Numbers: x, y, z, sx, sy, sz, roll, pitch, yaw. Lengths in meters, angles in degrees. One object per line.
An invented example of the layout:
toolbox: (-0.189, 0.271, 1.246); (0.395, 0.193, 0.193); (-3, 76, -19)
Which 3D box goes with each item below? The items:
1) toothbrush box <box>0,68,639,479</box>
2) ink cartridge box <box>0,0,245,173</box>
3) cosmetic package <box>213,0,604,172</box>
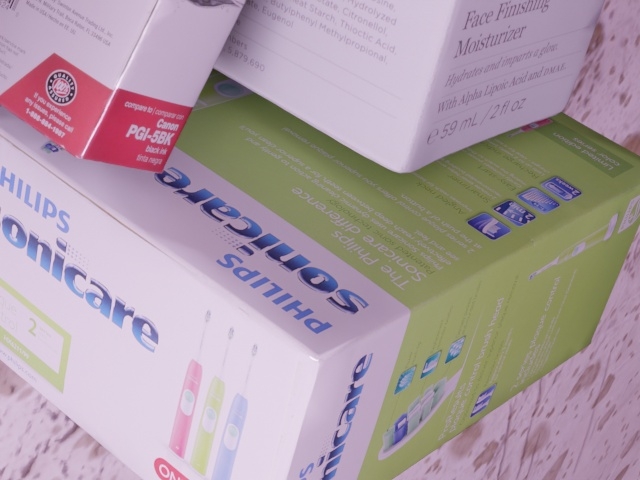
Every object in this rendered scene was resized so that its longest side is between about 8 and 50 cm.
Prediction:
toothbrush box: (0.000, 0.000, 0.681); (0.283, 0.206, 0.122); (-24, 139, -47)
ink cartridge box: (-0.081, -0.109, 0.549); (0.056, 0.099, 0.135); (9, 112, -60)
cosmetic package: (0.046, -0.157, 0.646); (0.151, 0.151, 0.184); (-24, 138, -47)
